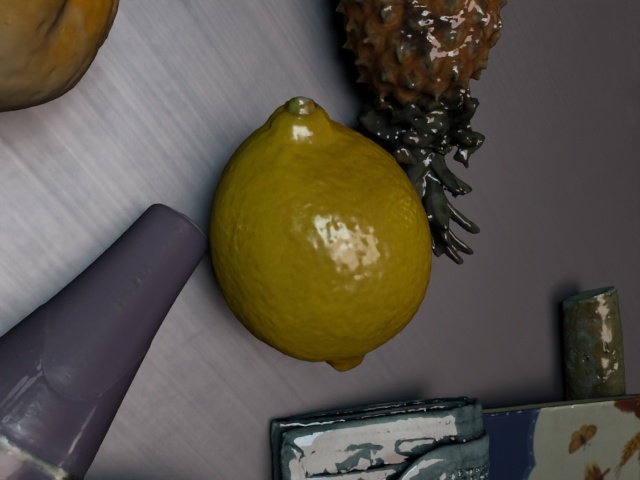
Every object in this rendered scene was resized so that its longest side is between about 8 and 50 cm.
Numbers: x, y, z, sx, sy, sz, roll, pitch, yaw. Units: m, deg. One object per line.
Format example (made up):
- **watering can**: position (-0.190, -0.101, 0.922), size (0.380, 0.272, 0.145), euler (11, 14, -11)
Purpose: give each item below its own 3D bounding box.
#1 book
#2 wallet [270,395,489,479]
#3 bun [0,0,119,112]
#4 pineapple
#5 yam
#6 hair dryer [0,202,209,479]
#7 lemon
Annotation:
- **book**: position (0.285, 0.345, 0.747), size (0.427, 0.039, 0.300), euler (-1, 95, -18)
- **wallet**: position (0.071, 0.344, 0.625), size (0.237, 0.075, 0.342), euler (-2, 94, -17)
- **bun**: position (-0.193, -0.217, 0.306), size (0.164, 0.299, 0.299), euler (-26, 110, 6)
- **pineapple**: position (0.102, -0.143, 0.598), size (0.169, 0.169, 0.341), euler (-16, 110, -29)
- **yam**: position (0.368, 0.151, 0.816), size (0.078, 0.078, 0.179), euler (-13, 100, -30)
- **hair dryer**: position (-0.276, 0.023, 0.407), size (0.361, 0.121, 0.301), euler (43, 63, -21)
- **lemon**: position (0.000, 0.000, 0.517), size (0.186, 0.187, 0.244), euler (-25, 109, -28)
